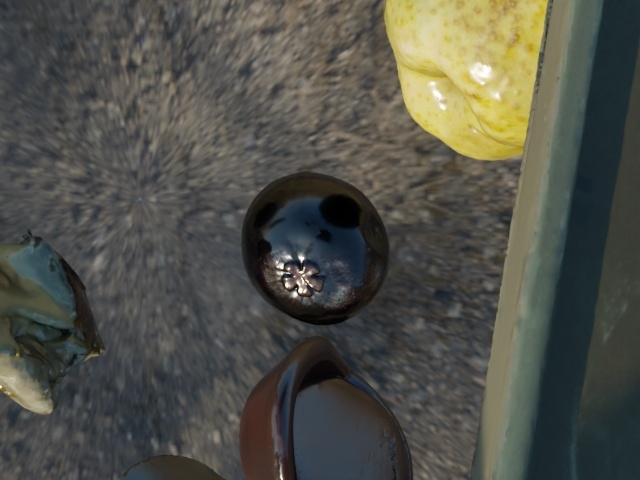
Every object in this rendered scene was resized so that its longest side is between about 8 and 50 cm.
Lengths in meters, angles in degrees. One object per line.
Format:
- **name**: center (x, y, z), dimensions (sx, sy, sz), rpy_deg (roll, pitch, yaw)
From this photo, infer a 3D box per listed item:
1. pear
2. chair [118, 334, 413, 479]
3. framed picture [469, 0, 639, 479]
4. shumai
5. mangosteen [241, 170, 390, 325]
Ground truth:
- **pear**: center (0.171, -0.190, 1.285), dimensions (0.271, 0.271, 0.271), rpy_deg (0, 91, -6)
- **chair**: center (-0.059, 0.278, 1.804), dimensions (0.226, 0.401, 0.226), rpy_deg (19, 53, -27)
- **framed picture**: center (0.220, 0.092, 0.681), dimensions (0.326, 0.028, 0.446), rpy_deg (13, 82, -15)
- **shumai**: center (-0.260, 0.052, 1.331), dimensions (0.201, 0.201, 0.120), rpy_deg (42, 80, -6)
- **mangosteen**: center (0.000, 0.000, 1.407), dimensions (0.137, 0.151, 0.137), rpy_deg (8, 118, 15)
